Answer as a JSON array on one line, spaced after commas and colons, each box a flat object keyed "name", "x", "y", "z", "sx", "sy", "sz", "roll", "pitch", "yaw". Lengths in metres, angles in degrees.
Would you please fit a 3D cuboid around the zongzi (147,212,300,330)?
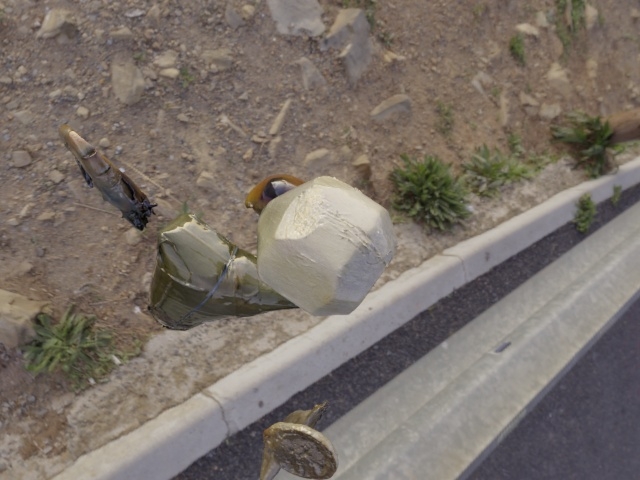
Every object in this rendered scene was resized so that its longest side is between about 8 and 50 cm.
[{"name": "zongzi", "x": -0.236, "y": 0.151, "z": 1.294, "sx": 0.393, "sy": 0.356, "sz": 0.174, "roll": 27, "pitch": 45, "yaw": -4}]

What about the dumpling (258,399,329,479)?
[{"name": "dumpling", "x": -0.079, "y": 0.551, "z": 1.492, "sx": 0.332, "sy": 0.086, "sz": 0.166, "roll": -53, "pitch": 169, "yaw": 16}]

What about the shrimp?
[{"name": "shrimp", "x": -0.463, "y": -0.134, "z": 1.098, "sx": 0.075, "sy": 0.178, "sz": 0.289, "roll": -48, "pitch": 150, "yaw": -10}]

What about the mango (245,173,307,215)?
[{"name": "mango", "x": -0.068, "y": -0.096, "z": 1.502, "sx": 0.287, "sy": 0.201, "sz": 0.152, "roll": 18, "pitch": 116, "yaw": -49}]

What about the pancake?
[{"name": "pancake", "x": -0.038, "y": 0.385, "z": 0.952, "sx": 0.151, "sy": 0.152, "sz": 0.025, "roll": 62, "pitch": 33, "yaw": -23}]

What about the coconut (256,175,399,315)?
[{"name": "coconut", "x": 0.000, "y": 0.000, "z": 0.962, "sx": 0.247, "sy": 0.245, "sz": 0.245, "roll": 35, "pitch": 65, "yaw": 2}]
